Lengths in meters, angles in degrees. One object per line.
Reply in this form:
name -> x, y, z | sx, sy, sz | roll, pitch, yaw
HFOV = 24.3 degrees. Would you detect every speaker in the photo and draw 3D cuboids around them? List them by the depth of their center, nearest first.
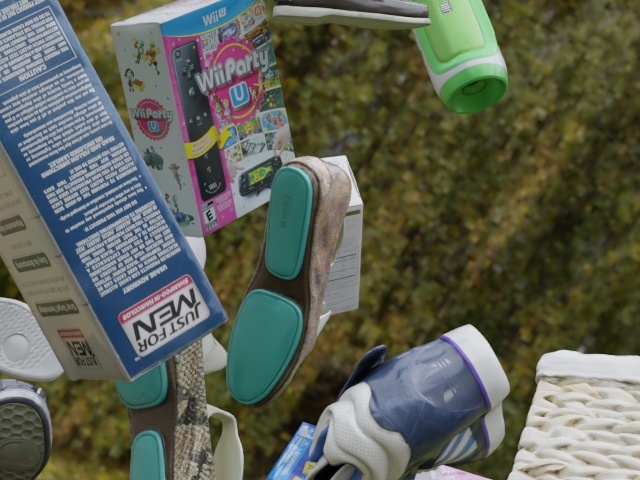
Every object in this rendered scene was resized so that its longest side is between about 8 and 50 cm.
speaker -> 0.220, -0.365, 2.533 | 0.131, 0.131, 0.297 | 39, 29, -60

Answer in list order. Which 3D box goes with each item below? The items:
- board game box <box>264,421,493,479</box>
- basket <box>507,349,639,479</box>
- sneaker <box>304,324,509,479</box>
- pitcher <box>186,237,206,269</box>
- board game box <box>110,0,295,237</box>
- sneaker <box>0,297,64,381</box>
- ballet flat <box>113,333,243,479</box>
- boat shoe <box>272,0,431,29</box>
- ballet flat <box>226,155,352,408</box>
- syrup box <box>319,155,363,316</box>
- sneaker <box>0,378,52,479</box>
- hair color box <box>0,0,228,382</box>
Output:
board game box -> 0.035, 0.411, 1.941 | 0.318, 0.319, 0.066 | 12, -39, 31
basket -> 0.352, 0.310, 1.369 | 0.331, 0.266, 0.328 | 2, -47, 26
sneaker -> 0.078, 0.214, 1.629 | 0.130, 0.236, 0.323 | 57, -10, 17
pitcher -> -0.240, 0.018, 2.212 | 0.207, 0.125, 0.178 | -97, 174, -58
board game box -> -0.156, -0.185, 2.079 | 0.097, 0.224, 0.303 | 4, -66, 38
sneaker -> -0.431, 0.135, 2.033 | 0.256, 0.094, 0.151 | 21, -14, 21
ballet flat -> -0.199, 0.244, 2.094 | 0.182, 0.483, 0.164 | -4, -6, -40
boat shoe -> 0.047, -0.338, 2.096 | 0.227, 0.069, 0.081 | 3, -3, -12
ballet flat -> -0.025, 0.053, 1.758 | 0.107, 0.316, 0.106 | 29, 22, 31
syrup box -> 0.000, 0.000, 2.042 | 0.237, 0.096, 0.093 | 90, -15, -51
sneaker -> -0.301, 0.172, 1.425 | 0.086, 0.226, 0.163 | 10, 43, -13
hair color box -> -0.226, -0.056, 1.241 | 0.347, 0.105, 0.174 | 63, -24, -9
